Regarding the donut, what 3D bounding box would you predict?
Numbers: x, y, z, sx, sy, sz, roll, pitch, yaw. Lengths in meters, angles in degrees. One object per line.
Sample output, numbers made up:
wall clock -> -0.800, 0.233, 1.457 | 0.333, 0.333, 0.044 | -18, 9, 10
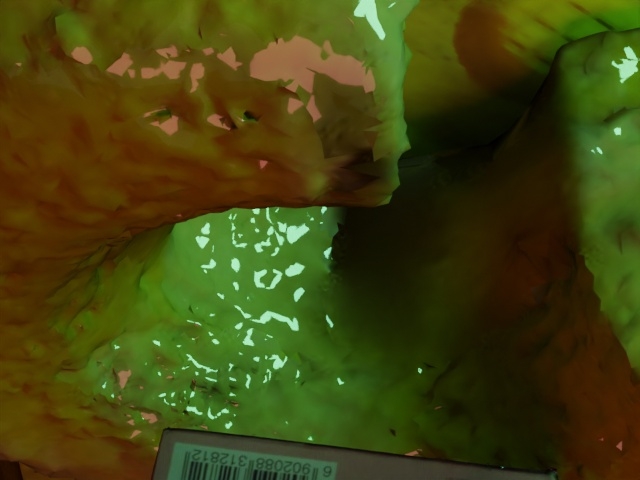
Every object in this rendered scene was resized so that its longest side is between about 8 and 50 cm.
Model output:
donut -> 0.000, 0.000, 0.618 | 0.435, 0.163, 0.378 | 26, 144, -29

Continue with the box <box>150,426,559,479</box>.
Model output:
box -> 0.007, 0.131, 0.577 | 0.156, 0.111, 0.060 | 7, 149, 7

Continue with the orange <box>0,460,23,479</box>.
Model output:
orange -> -0.269, 0.147, 0.848 | 0.240, 0.240, 0.240 | 5, 147, 3
